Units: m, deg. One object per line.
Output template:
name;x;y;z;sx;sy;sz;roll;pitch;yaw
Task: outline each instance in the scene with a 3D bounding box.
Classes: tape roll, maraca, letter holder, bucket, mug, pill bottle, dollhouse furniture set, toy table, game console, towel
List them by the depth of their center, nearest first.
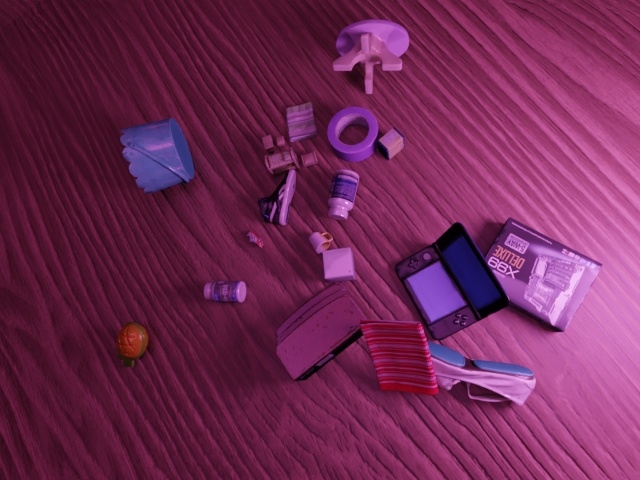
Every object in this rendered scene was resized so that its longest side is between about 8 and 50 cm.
towel;0.239;0.358;1.326;0.198;0.031;0.275;-4;118;30
game console;0.401;0.135;1.382;0.250;0.173;0.293;-30;71;7
letter holder;-0.010;0.285;1.450;0.301;0.152;0.214;-38;70;0
pill bottle;0.078;-0.163;1.575;0.094;0.094;0.170;10;78;14
mug;-0.003;0.003;1.577;0.064;0.078;0.062;50;122;27
pill bottle;-0.346;0.185;1.582;0.137;0.078;0.078;0;76;12
maraca;-0.696;0.382;1.598;0.127;0.099;0.186;41;112;24
toy table;0.185;-0.698;1.628;0.274;0.252;0.161;-3;59;22
tape roll;0.124;-0.396;1.634;0.188;0.080;0.189;-3;74;11
dollhouse furniture set;-0.123;-0.354;1.659;0.181;0.101;0.161;-17;76;7
bucket;-0.614;-0.327;1.675;0.183;0.281;0.281;-16;73;-1
towel;-0.078;-0.470;1.725;0.113;0.023;0.152;-11;74;8

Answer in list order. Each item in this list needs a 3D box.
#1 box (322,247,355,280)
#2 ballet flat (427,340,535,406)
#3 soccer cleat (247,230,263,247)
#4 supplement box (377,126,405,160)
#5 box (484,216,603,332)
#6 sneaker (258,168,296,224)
box;0.065;0.087;1.516;0.101;0.087;0.102;-8;75;10
ballet flat;0.441;0.414;1.342;0.400;0.139;0.139;12;79;14
soccer cleat;-0.246;-0.001;1.637;0.035;0.029;0.083;-42;68;8
supplement box;0.258;-0.352;1.592;0.083;0.083;0.056;-40;72;0
box;0.676;0.106;1.389;0.307;0.076;0.242;32;85;17
sneaker;-0.170;-0.171;1.636;0.121;0.079;0.217;9;79;12
